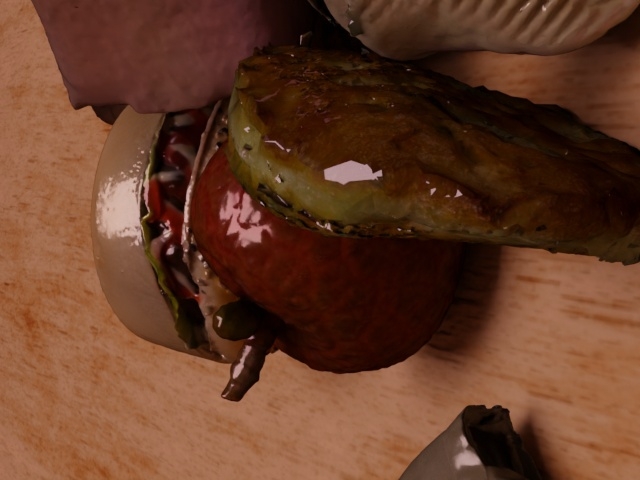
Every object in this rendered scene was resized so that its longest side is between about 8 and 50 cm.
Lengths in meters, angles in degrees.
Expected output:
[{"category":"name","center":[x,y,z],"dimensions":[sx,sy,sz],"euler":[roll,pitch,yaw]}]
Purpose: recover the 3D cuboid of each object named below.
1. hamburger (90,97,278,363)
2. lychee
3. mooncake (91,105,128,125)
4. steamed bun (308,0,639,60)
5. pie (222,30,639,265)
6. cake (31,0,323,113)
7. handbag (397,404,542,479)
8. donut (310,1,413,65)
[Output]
[{"category":"hamburger","center":[-0.094,-0.019,1.622],"dimensions":[0.176,0.300,0.300],"euler":[2,87,23]},{"category":"lychee","center":[0.000,0.000,1.405],"dimensions":[0.300,0.255,0.255],"euler":[-41,28,-5]},{"category":"mooncake","center":[-0.149,-0.271,1.876],"dimensions":[0.324,0.187,0.324],"euler":[-175,90,-69]},{"category":"steamed bun","center":[0.112,-0.278,1.194],"dimensions":[0.207,0.280,0.268],"euler":[-92,-5,-57]},{"category":"pie","center":[0.081,-0.059,1.177],"dimensions":[0.355,0.288,0.103],"euler":[-136,55,-58]},{"category":"cake","center":[-0.120,-0.273,1.445],"dimensions":[0.309,0.237,0.230],"euler":[-74,-26,-55]},{"category":"handbag","center":[0.115,0.300,1.272],"dimensions":[0.253,0.109,0.316],"euler":[-60,33,36]},{"category":"donut","center":[0.000,-0.168,1.554],"dimensions":[0.178,0.162,0.065],"euler":[-99,14,-55]}]
